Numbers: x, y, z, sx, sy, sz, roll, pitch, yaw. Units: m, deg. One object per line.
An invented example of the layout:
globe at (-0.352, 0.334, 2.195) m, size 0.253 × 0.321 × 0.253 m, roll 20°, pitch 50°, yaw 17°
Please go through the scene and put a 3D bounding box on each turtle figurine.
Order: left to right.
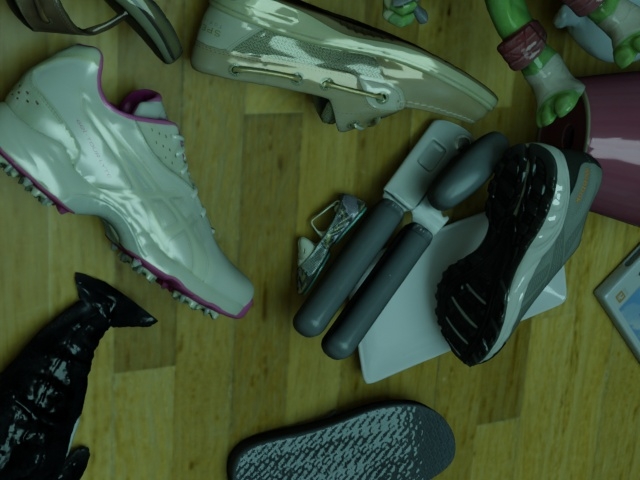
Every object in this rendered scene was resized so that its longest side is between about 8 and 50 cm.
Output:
turtle figurine at (0.161, -0.234, 1.002) m, size 0.198 × 0.275 × 0.266 m, roll -43°, pitch 96°, yaw -7°

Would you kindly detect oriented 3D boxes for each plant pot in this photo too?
plant pot at (0.337, -0.099, 1.224) m, size 0.180 × 0.201 × 0.201 m, roll 6°, pitch 104°, yaw -13°

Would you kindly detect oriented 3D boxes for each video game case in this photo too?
video game case at (0.452, 0.068, 1.426) m, size 0.193 × 0.023 × 0.212 m, roll -44°, pitch 121°, yaw -9°

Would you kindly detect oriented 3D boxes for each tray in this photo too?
tray at (0.148, 0.044, 1.252) m, size 0.270 × 0.030 × 0.145 m, roll -20°, pitch 114°, yaw -21°

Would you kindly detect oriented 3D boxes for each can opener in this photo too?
can opener at (0.077, -0.009, 1.143) m, size 0.074 × 0.093 × 0.280 m, roll 39°, pitch 77°, yaw -7°

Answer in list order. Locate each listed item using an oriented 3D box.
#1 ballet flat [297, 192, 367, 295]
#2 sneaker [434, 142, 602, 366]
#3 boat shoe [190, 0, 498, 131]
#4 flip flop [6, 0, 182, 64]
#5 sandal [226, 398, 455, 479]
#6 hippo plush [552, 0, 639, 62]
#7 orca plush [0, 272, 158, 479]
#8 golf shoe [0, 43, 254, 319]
ballet flat at (0.000, 0.000, 1.159) m, size 0.041 × 0.041 × 0.114 m, roll 37°, pitch 87°, yaw -32°
sneaker at (0.203, 0.023, 1.165) m, size 0.108 × 0.100 × 0.271 m, roll -5°, pitch 133°, yaw -36°
boat shoe at (0.025, -0.155, 1.081) m, size 0.302 × 0.109 × 0.098 m, roll 15°, pitch 104°, yaw -26°
flip flop at (-0.234, -0.215, 0.918) m, size 0.277 × 0.112 × 0.080 m, roll 29°, pitch 94°, yaw -29°
sandal at (0.023, 0.220, 1.237) m, size 0.255 × 0.054 × 0.097 m, roll -4°, pitch 101°, yaw -17°
hippo plush at (0.376, -0.256, 1.155) m, size 0.234 × 0.237 × 0.294 m, roll 4°, pitch 80°, yaw -44°
orca plush at (-0.245, 0.179, 1.042) m, size 0.287 × 0.102 × 0.151 m, roll -48°, pitch 122°, yaw -7°
golf shoe at (-0.149, -0.045, 1.019) m, size 0.306 × 0.115 × 0.140 m, roll 42°, pitch 81°, yaw -33°
